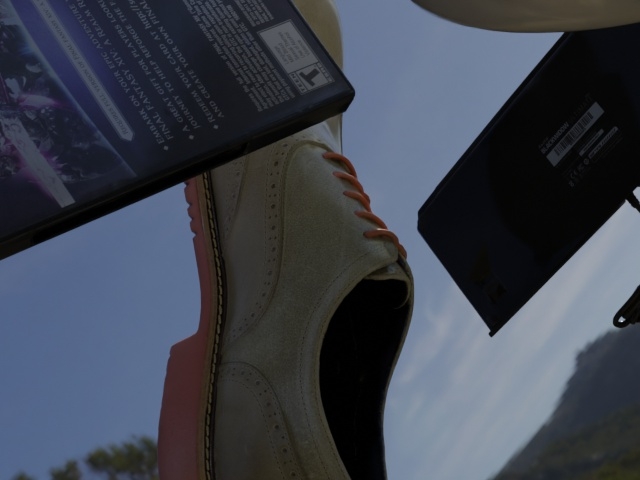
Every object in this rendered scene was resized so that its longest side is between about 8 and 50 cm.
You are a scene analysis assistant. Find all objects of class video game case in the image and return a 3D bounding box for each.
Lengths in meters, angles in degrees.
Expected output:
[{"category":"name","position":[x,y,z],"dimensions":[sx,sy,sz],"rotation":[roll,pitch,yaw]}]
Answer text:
[{"category":"video game case","position":[-0.143,-0.102,0.691],"dimensions":[0.274,0.196,0.026],"rotation":[-26,-18,-27]}]

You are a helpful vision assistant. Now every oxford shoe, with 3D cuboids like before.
[{"category":"oxford shoe","position":[0.000,0.000,0.828],"dimensions":[0.140,0.146,0.397],"rotation":[25,-119,-53]}]

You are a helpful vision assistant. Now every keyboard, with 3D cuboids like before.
[{"category":"keyboard","position":[0.208,-0.046,0.903],"dimensions":[0.033,0.202,0.317],"rotation":[-6,-36,-46]}]

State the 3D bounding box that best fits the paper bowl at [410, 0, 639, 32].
[{"category":"paper bowl","position":[0.126,-0.198,0.623],"dimensions":[0.284,0.284,0.148],"rotation":[-36,-56,-39]}]
